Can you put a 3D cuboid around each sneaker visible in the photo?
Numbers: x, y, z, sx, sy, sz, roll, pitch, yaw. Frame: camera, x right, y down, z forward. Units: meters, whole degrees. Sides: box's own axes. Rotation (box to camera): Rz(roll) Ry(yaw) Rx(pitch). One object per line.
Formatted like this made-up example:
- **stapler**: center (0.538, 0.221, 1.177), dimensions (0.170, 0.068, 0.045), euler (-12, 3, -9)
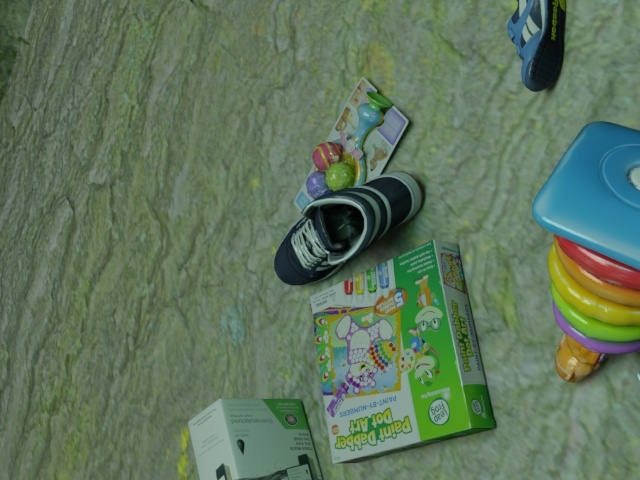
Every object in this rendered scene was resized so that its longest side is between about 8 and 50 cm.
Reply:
- **sneaker**: center (0.262, -0.248, 1.046), dimensions (0.059, 0.053, 0.144), euler (-4, 71, 47)
- **sneaker**: center (0.000, 0.000, 1.192), dimensions (0.282, 0.153, 0.099), euler (-34, 87, 37)

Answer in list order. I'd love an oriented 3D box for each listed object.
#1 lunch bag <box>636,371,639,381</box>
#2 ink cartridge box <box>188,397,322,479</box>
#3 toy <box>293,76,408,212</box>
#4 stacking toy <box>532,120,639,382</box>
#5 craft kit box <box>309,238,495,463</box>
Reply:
- **lunch bag**: center (0.368, 0.153, 0.843), dimensions (0.071, 0.053, 0.083), euler (-39, 64, 38)
- **ink cartridge box**: center (-0.083, 0.346, 1.222), dimensions (0.093, 0.160, 0.219), euler (-41, 55, 35)
- **toy**: center (0.026, -0.117, 1.275), dimensions (0.237, 0.056, 0.137), euler (-58, 45, 22)
- **stacking toy**: center (0.288, 0.050, 0.851), dimensions (0.166, 0.175, 0.301), euler (25, 139, 21)
- **craft kit box**: center (0.098, 0.155, 1.143), dimensions (0.250, 0.061, 0.246), euler (-28, 64, 41)
